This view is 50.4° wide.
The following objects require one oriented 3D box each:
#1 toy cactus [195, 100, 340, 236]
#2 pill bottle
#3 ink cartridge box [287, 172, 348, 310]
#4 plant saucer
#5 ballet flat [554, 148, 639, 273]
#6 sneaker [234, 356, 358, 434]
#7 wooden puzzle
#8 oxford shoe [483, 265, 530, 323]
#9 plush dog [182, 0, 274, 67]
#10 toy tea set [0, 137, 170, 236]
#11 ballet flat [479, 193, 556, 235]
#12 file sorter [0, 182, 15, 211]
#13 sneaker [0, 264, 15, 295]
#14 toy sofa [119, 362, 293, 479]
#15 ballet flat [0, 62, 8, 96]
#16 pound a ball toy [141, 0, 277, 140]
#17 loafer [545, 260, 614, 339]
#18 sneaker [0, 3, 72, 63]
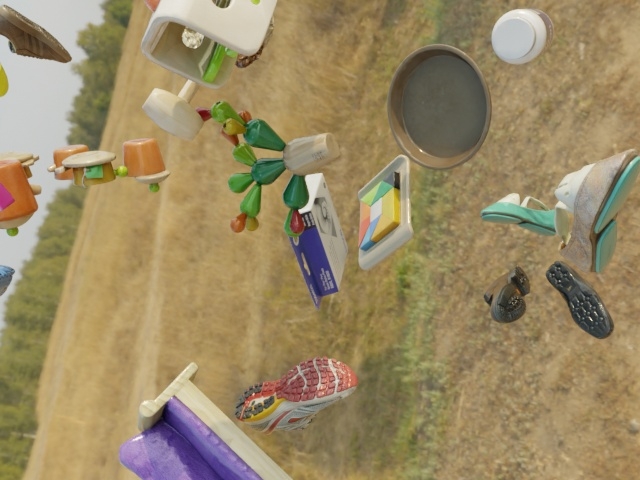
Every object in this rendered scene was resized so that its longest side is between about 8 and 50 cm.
[{"bbox_3d":[-0.062,-0.098,0.895,0.180,0.219,0.112,-16,17,33],"label":"toy cactus"},{"bbox_3d":[0.360,-0.366,1.218,0.169,0.094,0.094,-36,-23,-58],"label":"pill bottle"},{"bbox_3d":[0.000,0.000,1.483,0.224,0.045,0.223,-73,-31,-53],"label":"ink cartridge box"},{"bbox_3d":[0.268,-0.297,1.526,0.278,0.041,0.278,17,116,41],"label":"plant saucer"},{"bbox_3d":[0.436,-0.050,1.114,0.107,0.106,0.316,-44,-31,-18],"label":"ballet flat"},{"bbox_3d":[-0.033,0.271,1.167,0.225,0.093,0.088,-24,36,24],"label":"sneaker"},{"bbox_3d":[0.155,-0.071,1.731,0.221,0.044,0.239,-41,42,48],"label":"wooden puzzle"},{"bbox_3d":[0.434,0.145,1.617,0.096,0.083,0.227,-32,2,32],"label":"oxford shoe"},{"bbox_3d":[-0.214,-0.476,1.515,0.210,0.225,0.262,50,-136,-77],"label":"plush dog"},{"bbox_3d":[-0.431,-0.092,1.172,0.200,0.336,0.124,-105,9,-72],"label":"toy tea set"},{"bbox_3d":[0.515,-0.075,1.763,0.083,0.247,0.087,-17,64,63],"label":"ballet flat"},{"bbox_3d":[-0.538,-0.056,0.814,0.182,0.202,0.290,-48,23,-28],"label":"file sorter"},{"bbox_3d":[-0.622,0.069,1.267,0.082,0.069,0.209,-44,7,-14],"label":"sneaker"},{"bbox_3d":[-0.152,0.392,1.110,0.177,0.362,0.150,-45,-6,-29],"label":"toy sofa"},{"bbox_3d":[-0.672,-0.373,1.287,0.077,0.231,0.077,0,41,44],"label":"ballet flat"},{"bbox_3d":[-0.137,-0.304,0.809,0.208,0.135,0.319,-15,55,63],"label":"pound a ball toy"},{"bbox_3d":[0.569,0.128,1.467,0.076,0.078,0.223,-53,31,24],"label":"loafer"},{"bbox_3d":[-0.595,-0.405,1.383,0.071,0.188,0.066,-43,61,7],"label":"sneaker"}]
